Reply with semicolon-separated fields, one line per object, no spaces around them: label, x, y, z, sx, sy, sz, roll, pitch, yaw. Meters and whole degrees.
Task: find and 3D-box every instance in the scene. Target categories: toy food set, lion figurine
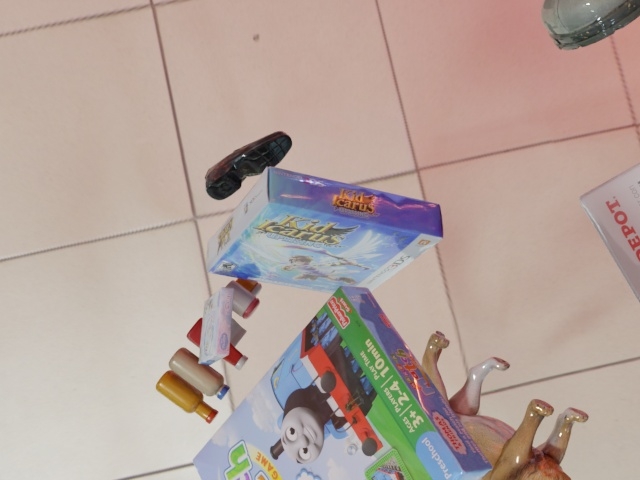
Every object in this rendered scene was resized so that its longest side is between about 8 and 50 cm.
toy food set;-0.147;0.163;1.244;0.104;0.111;0.232;36;71;5
lion figurine;0.254;0.318;1.232;0.142;0.392;0.240;16;102;-32

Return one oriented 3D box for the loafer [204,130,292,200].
loafer;-0.127;-0.139;1.351;0.170;0.062;0.061;-30;46;5

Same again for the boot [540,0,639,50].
boot;0.148;-0.242;0.442;0.161;0.083;0.246;36;74;-25

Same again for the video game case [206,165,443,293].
video game case;0.000;0.000;1.163;0.270;0.244;0.061;11;60;-23

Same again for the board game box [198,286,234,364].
board game box;-0.142;0.117;1.082;0.020;0.090;0.090;10;70;-20

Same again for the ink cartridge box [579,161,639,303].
ink cartridge box;0.465;-0.027;0.865;0.289;0.121;0.211;-32;78;24

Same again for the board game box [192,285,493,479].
board game box;0.002;0.163;0.582;0.211;0.039;0.160;-52;54;25
